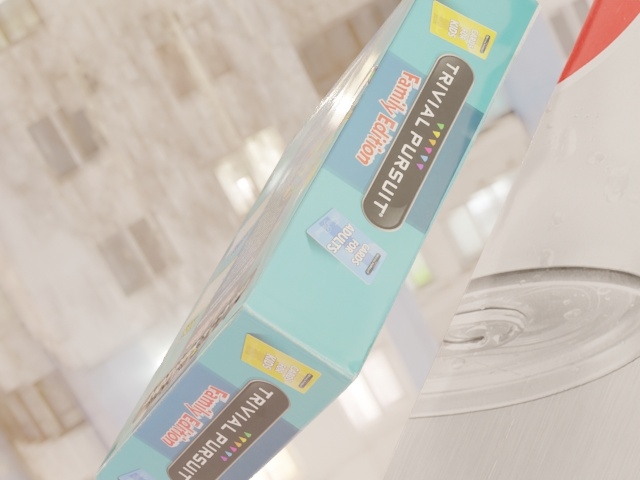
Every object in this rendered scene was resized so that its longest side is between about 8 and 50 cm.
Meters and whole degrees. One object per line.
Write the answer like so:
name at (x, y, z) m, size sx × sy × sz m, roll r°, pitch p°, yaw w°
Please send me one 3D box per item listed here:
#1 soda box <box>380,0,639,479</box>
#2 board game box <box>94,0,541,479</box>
soda box at (0.121, -0.035, 0.407) m, size 0.098 × 0.091 × 0.286 m, roll 14°, pitch -105°, yaw 47°
board game box at (0.000, 0.000, 1.180) m, size 0.254 × 0.079 × 0.336 m, roll -48°, pitch -170°, yaw 51°
